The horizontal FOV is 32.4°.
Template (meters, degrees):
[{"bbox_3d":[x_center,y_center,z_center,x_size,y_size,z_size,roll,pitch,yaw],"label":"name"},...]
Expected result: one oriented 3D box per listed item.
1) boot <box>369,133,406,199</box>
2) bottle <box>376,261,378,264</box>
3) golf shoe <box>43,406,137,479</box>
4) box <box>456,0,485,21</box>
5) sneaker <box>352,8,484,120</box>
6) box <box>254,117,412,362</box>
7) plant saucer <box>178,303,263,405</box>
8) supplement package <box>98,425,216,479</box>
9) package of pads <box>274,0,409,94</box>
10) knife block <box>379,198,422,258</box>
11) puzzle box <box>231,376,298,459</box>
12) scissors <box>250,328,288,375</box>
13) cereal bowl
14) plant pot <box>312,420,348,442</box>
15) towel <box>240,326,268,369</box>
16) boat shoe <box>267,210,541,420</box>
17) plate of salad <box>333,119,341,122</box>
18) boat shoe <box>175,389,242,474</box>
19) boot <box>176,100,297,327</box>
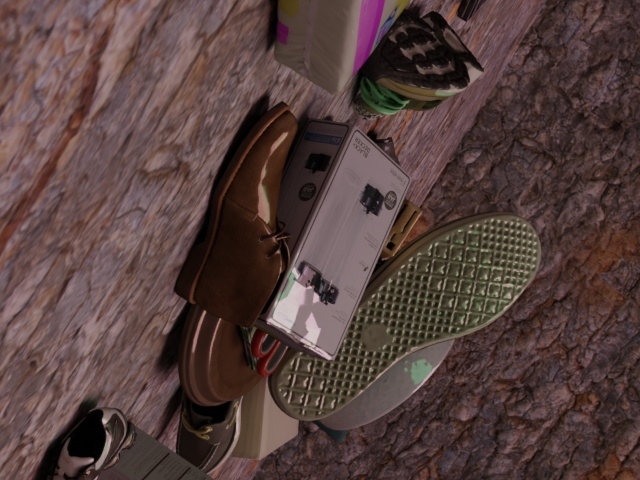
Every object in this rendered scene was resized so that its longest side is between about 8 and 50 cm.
[{"bbox_3d":[0.131,-0.117,2.100,0.246,0.083,0.161,47,39,-85],"label":"boot"},{"bbox_3d":[0.039,0.153,1.931,0.283,0.092,0.118,-49,143,-27],"label":"bottle"},{"bbox_3d":[-0.297,0.279,1.288,0.198,0.077,0.094,-62,162,-17],"label":"golf shoe"},{"bbox_3d":[0.325,-0.510,2.137,0.162,0.029,0.116,-53,169,-40],"label":"box"},{"bbox_3d":[0.121,-0.233,1.647,0.182,0.158,0.410,-42,173,21],"label":"sneaker"},{"bbox_3d":[0.000,0.000,1.499,0.169,0.087,0.290,35,74,-48],"label":"box"},{"bbox_3d":[-0.106,0.115,1.588,0.278,0.041,0.278,-46,147,-41],"label":"plant saucer"},{"bbox_3d":[-0.235,0.363,1.543,0.105,0.179,0.105,-61,171,25],"label":"supplement package"},{"bbox_3d":[0.057,-0.309,1.059,0.229,0.101,0.296,-54,171,-21],"label":"package of pads"},{"bbox_3d":[0.077,-0.017,1.804,0.088,0.276,0.242,-57,142,-9],"label":"knife block"},{"bbox_3d":[-0.085,0.240,2.007,0.409,0.052,0.272,32,62,-81],"label":"puzzle box"},{"bbox_3d":[-0.024,0.057,1.595,0.297,0.021,0.109,-62,155,-17],"label":"scissors"},{"bbox_3d":[0.088,0.191,2.095,0.339,0.141,0.339,-36,-163,13],"label":"cereal bowl"},{"bbox_3d":[0.025,0.289,2.592,0.293,0.235,0.293,-56,171,-14],"label":"plant pot"},{"bbox_3d":[-0.072,0.106,1.571,0.113,0.023,0.152,-51,151,-31],"label":"towel"},{"bbox_3d":[0.126,0.107,1.773,0.500,0.186,0.156,-34,-167,-6],"label":"boat shoe"},{"bbox_3d":[-0.015,-0.088,1.634,0.200,0.048,0.200,-56,171,-14],"label":"plate of salad"},{"bbox_3d":[-0.176,0.258,1.758,0.091,0.109,0.305,-20,138,-58],"label":"boat shoe"},{"bbox_3d":[-0.071,-0.025,1.316,0.112,0.115,0.305,-39,158,-53],"label":"boot"}]
